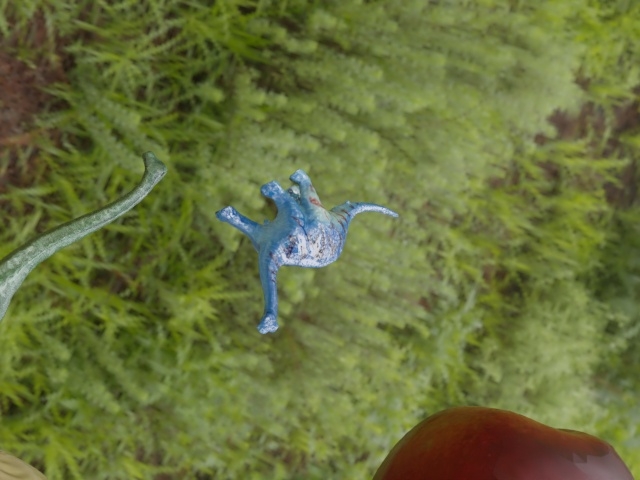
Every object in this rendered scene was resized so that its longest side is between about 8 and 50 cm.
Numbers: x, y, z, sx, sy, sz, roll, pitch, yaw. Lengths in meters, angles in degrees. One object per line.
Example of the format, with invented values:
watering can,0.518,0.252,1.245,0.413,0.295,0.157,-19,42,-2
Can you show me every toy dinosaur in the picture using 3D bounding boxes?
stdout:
toy dinosaur,-0.346,0.098,1.305,0.087,0.301,0.447,139,-41,-75
toy dinosaur,-0.025,-0.018,1.393,0.076,0.144,0.329,-42,179,37

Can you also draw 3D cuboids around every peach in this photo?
peach,0.125,0.239,0.879,0.199,0.243,0.243,35,79,-50

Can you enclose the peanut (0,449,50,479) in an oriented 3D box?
peanut,-0.161,0.216,0.648,0.153,0.325,0.140,-52,144,-5
